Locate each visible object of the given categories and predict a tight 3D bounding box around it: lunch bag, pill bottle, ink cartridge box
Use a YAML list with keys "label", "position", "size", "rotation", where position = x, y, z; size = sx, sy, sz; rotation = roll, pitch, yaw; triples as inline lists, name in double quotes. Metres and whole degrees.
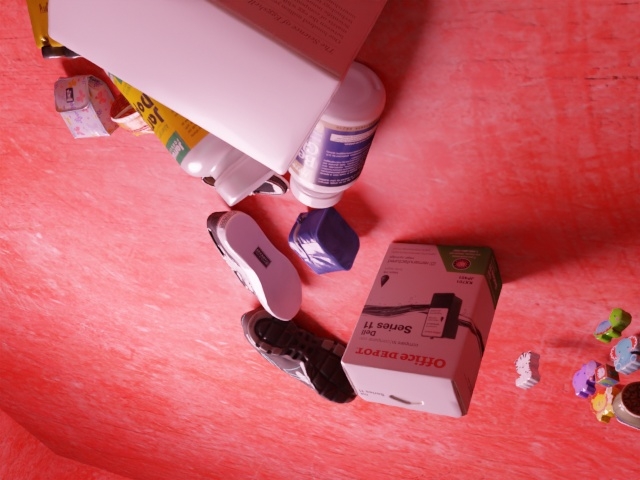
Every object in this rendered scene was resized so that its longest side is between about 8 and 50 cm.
- label: "lunch bag"
  position: [-0.323, -0.186, 0.904]
  size: [0.071, 0.053, 0.083]
  rotation: [2, 130, 28]
- label: "pill bottle"
  position: [-0.132, -0.146, 0.730]
  size: [0.208, 0.117, 0.117]
  rotation: [51, 141, -3]
- label: "pill bottle"
  position: [0.010, -0.114, 0.750]
  size: [0.094, 0.094, 0.169]
  rotation: [23, 145, 4]
- label: "lunch bag"
  position: [0.000, 0.000, 0.927]
  size: [0.065, 0.067, 0.098]
  rotation: [-13, 129, 41]
- label: "ink cartridge box"
  position: [0.136, 0.108, 0.859]
  size: [0.153, 0.208, 0.087]
  rotation: [3, 139, 29]

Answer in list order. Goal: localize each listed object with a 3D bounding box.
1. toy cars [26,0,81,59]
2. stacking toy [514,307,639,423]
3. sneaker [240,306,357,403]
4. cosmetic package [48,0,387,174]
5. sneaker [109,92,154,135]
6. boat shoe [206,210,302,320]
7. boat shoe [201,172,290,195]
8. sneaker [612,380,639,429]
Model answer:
- label: "toy cars"
  position: [-0.225, -0.309, 0.647]
  size: [0.176, 0.087, 0.394]
  rotation: [61, 146, 16]
- label: "stacking toy"
  position: [0.402, 0.174, 0.917]
  size: [0.167, 0.052, 0.221]
  rotation: [24, 139, -13]
- label: "sneaker"
  position: [-0.035, 0.205, 1.213]
  size: [0.267, 0.101, 0.106]
  rotation: [40, 162, -17]
- label: "cosmetic package"
  position: [-0.063, -0.217, 0.551]
  size: [0.224, 0.225, 0.138]
  rotation: [31, 144, -6]
- label: "sneaker"
  position: [-0.193, -0.170, 0.850]
  size: [0.175, 0.064, 0.067]
  rotation: [3, 161, 35]
- label: "boat shoe"
  position: [-0.108, 0.039, 1.043]
  size: [0.076, 0.080, 0.228]
  rotation: [15, 151, 44]
- label: "boat shoe"
  position: [-0.105, -0.081, 0.913]
  size: [0.125, 0.038, 0.046]
  rotation: [18, 144, 11]
- label: "sneaker"
  position: [0.485, 0.224, 0.873]
  size: [0.192, 0.064, 0.086]
  rotation: [3, 152, 6]
